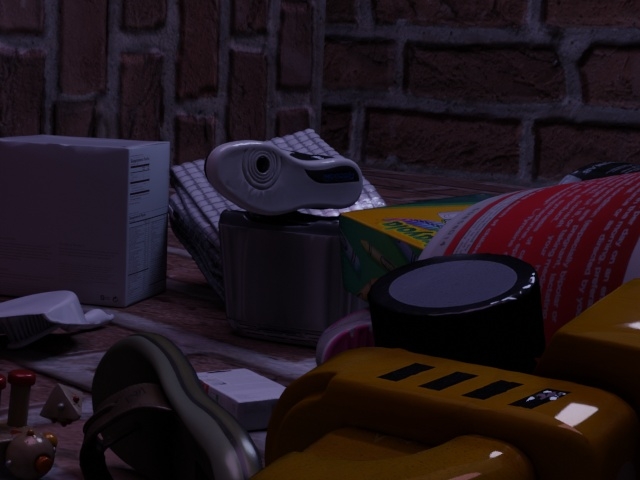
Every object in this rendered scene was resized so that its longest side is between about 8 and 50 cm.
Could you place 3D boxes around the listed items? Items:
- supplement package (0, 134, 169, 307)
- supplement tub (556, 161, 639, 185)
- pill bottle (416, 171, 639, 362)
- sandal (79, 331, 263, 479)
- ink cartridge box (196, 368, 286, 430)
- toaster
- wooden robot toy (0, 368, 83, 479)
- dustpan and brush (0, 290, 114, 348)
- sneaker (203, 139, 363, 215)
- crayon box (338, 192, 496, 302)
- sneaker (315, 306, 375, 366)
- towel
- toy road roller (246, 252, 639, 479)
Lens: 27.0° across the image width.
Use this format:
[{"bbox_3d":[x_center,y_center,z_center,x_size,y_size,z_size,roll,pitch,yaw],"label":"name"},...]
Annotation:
[{"bbox_3d":[-0.312,-0.031,1.741,0.194,0.203,0.149,5,8,14],"label":"supplement package"},{"bbox_3d":[0.437,0.018,1.609,0.207,0.207,0.338,-2,9,-29],"label":"supplement tub"},{"bbox_3d":[0.239,0.065,0.875,0.229,0.229,0.407,-1,-3,-25],"label":"pill bottle"},{"bbox_3d":[-0.115,0.141,0.895,0.086,0.120,0.303,-15,14,-19],"label":"sandal"},{"bbox_3d":[-0.071,0.142,1.196,0.063,0.029,0.115,-2,8,-29],"label":"ink cartridge box"},{"bbox_3d":[-0.012,0.039,1.530,0.227,0.146,0.129,6,9,27],"label":"toaster"},{"bbox_3d":[-0.231,0.145,0.987,0.173,0.076,0.079,-6,22,-45],"label":"wooden robot toy"},{"bbox_3d":[-0.295,0.087,1.467,0.147,0.060,0.211,-8,9,27],"label":"dustpan and brush"},{"bbox_3d":[-0.068,-0.068,1.509,0.217,0.079,0.121,6,-1,-42],"label":"sneaker"},{"bbox_3d":[0.144,0.024,1.218,0.165,0.081,0.278,-8,14,-20],"label":"crayon box"},{"bbox_3d":[0.105,0.099,1.296,0.252,0.103,0.111,0,10,-21],"label":"sneaker"},{"bbox_3d":[-0.062,-0.025,1.776,0.235,0.121,0.284,-17,31,-18],"label":"towel"},{"bbox_3d":[0.110,0.148,0.638,0.329,0.202,0.240,8,24,38],"label":"toy road roller"}]
